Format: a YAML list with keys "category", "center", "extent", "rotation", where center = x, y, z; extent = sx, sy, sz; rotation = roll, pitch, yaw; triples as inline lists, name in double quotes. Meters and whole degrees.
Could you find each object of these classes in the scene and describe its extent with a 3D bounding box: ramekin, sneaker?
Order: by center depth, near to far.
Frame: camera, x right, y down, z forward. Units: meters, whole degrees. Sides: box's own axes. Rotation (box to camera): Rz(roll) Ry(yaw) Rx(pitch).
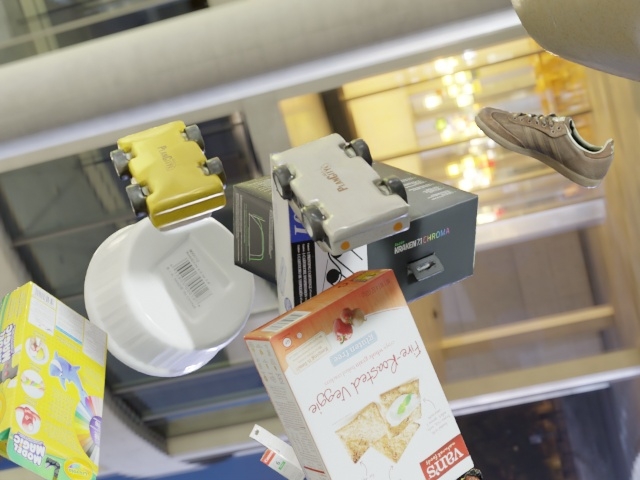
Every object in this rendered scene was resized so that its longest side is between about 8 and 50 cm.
- category: "sneaker"
  center: [0.299, -0.143, 1.441]
  extent: [0.066, 0.188, 0.071]
  rotation: [-46, -18, -59]
- category: "ramekin"
  center: [-0.246, 0.081, 1.848]
  extent: [0.277, 0.135, 0.277]
  rotation: [13, -116, -29]

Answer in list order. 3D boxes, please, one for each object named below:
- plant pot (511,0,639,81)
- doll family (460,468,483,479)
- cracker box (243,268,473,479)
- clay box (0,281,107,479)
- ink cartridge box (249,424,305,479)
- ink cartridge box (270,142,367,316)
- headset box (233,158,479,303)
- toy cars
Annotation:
- category: "plant pot"
  center: [0.258, -0.196, 0.698]
  extent: [0.274, 0.256, 0.257]
  rotation: [0, 107, 59]
- category: "doll family"
  center: [0.146, 0.315, 1.340]
  extent: [0.076, 0.193, 0.111]
  rotation: [70, -139, -76]
- category: "cracker box"
  center: [0.042, 0.165, 1.105]
  extent: [0.067, 0.155, 0.232]
  rotation: [-4, 112, 61]
- category: "clay box"
  center: [-0.296, 0.168, 1.180]
  extent: [0.127, 0.053, 0.222]
  rotation: [43, -149, -39]
- category: "ink cartridge box"
  center: [-0.073, 0.358, 1.825]
  extent: [0.115, 0.029, 0.063]
  rotation: [33, -168, 1]
- category: "ink cartridge box"
  center: [0.000, 0.000, 1.219]
  extent: [0.046, 0.097, 0.207]
  rotation: [25, 122, 59]
- category: "headset box"
  center: [0.056, -0.011, 1.564]
  extent: [0.246, 0.283, 0.131]
  rotation: [-20, -60, -40]
- category: "toy cars"
  center: [-0.069, -0.043, 1.136]
  extent: [0.176, 0.393, 0.087]
  rotation: [-49, -43, -43]
